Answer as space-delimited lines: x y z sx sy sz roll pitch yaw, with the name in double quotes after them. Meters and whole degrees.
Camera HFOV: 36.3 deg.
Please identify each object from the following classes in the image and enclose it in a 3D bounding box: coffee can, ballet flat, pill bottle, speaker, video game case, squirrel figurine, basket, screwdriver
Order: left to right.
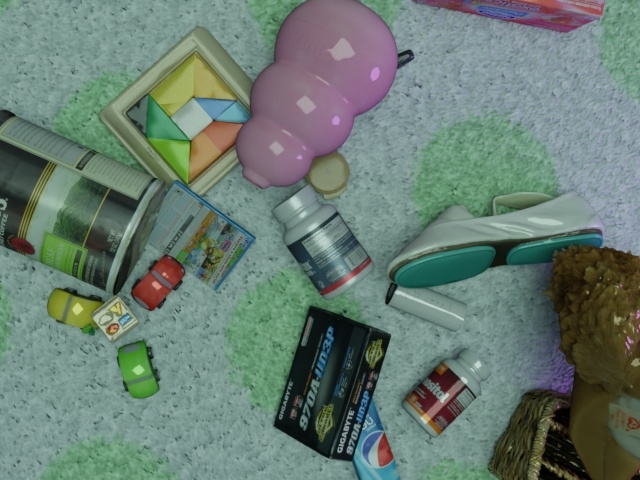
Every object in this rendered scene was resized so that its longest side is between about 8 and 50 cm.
-0.408 -0.059 1.537 0.275 0.201 0.201 24 88 -3 "coffee can"
-0.210 -0.008 1.649 0.166 0.015 0.119 37 107 -6 "video game case"
0.000 0.000 1.650 0.108 0.108 0.180 -36 95 -6 "pill bottle"
0.087 -0.287 1.705 0.170 0.025 0.024 -27 95 3 "screwdriver"
0.185 0.111 1.703 0.136 0.055 0.055 21 88 -8 "speaker"
0.221 0.261 1.695 0.152 0.086 0.086 -44 96 -5 "pill bottle"
0.291 -0.011 1.691 0.400 0.139 0.139 -10 92 -11 "ballet flat"
0.477 0.392 1.664 0.299 0.223 0.213 30 87 -6 "basket"
0.548 0.158 1.591 0.397 0.281 0.370 54 45 -7 "squirrel figurine"

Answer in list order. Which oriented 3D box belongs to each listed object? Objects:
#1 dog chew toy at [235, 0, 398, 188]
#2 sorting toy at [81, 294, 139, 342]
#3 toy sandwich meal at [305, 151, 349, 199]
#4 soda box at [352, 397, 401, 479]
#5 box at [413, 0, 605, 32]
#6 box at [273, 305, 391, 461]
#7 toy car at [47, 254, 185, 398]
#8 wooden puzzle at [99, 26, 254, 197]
-0.020 -0.231 1.588 0.206 0.206 0.332 34 83 -7 "dog chew toy"
-0.346 0.137 1.596 0.083 0.012 0.062 -38 96 -3 "sorting toy"
0.013 -0.115 1.691 0.085 0.029 0.086 0 88 -4 "toy sandwich meal"
0.083 0.360 1.686 0.067 0.071 0.210 -20 93 -7 "soda box"
0.323 -0.461 1.663 0.300 0.154 0.142 9 90 -9 "box"
0.017 0.234 1.623 0.051 0.175 0.220 18 89 -36 "box"
-0.321 0.159 1.634 0.239 0.053 0.225 -16 94 -4 "toy car"
-0.216 -0.208 1.649 0.238 0.044 0.221 -42 96 -5 "wooden puzzle"
